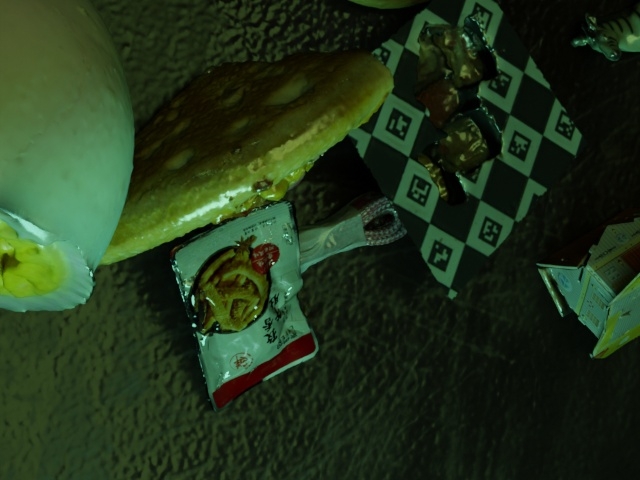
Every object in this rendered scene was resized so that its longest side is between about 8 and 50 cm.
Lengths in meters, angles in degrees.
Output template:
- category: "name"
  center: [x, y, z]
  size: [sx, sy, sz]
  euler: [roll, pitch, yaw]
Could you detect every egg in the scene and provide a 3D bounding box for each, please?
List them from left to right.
- category: "egg"
  center: [-0.349, -0.143, 1.572]
  size: [0.354, 0.354, 0.340]
  euler: [19, 67, -20]

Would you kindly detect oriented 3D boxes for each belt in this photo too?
- category: "belt"
  center: [0.000, 0.000, 1.852]
  size: [0.232, 0.053, 0.071]
  euler: [-24, 104, -20]

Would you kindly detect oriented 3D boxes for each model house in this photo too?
- category: "model house"
  center: [0.388, 0.015, 1.962]
  size: [0.219, 0.207, 0.136]
  euler: [-32, 63, -18]

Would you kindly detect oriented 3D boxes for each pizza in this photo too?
- category: "pizza"
  center: [-0.110, -0.095, 1.712]
  size: [0.409, 0.278, 0.114]
  euler: [-29, 113, 4]

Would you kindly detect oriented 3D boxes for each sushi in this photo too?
- category: "sushi"
  center: [0.155, -0.131, 1.887]
  size: [0.294, 0.059, 0.292]
  euler: [-44, 110, -27]

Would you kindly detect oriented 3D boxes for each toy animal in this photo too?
- category: "toy animal"
  center: [0.435, -0.299, 2.021]
  size: [0.176, 0.073, 0.217]
  euler: [26, 75, -4]

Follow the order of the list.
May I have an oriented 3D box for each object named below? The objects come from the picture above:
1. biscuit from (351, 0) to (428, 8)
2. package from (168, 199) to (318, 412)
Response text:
- category: "biscuit"
  center: [0.112, -0.416, 1.887]
  size: [0.213, 0.091, 0.274]
  euler: [2, 86, -19]
- category: "package"
  center: [-0.081, 0.073, 1.774]
  size: [0.154, 0.030, 0.239]
  euler: [-27, 132, -20]
